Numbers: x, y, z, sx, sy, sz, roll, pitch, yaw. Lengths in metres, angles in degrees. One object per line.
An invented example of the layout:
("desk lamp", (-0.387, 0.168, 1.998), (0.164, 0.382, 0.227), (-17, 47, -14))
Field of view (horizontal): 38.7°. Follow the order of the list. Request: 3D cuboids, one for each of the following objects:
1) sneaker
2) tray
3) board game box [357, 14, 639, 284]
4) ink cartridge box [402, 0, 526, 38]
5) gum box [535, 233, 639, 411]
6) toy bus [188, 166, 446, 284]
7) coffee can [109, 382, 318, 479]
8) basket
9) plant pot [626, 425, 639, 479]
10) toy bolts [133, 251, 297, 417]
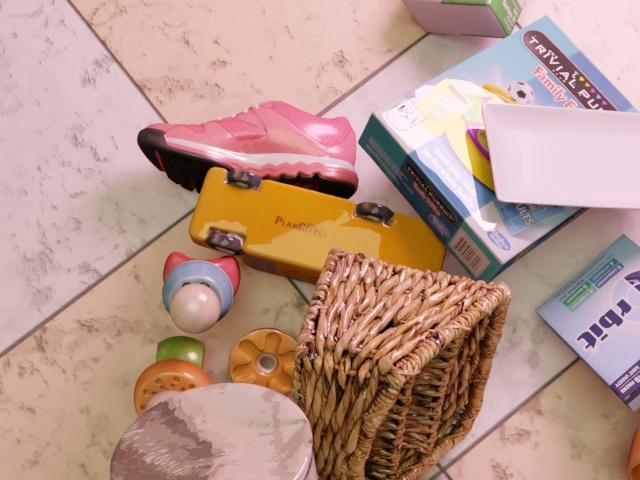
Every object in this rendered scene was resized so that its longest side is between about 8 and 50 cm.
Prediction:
("sneaker", (-0.097, -0.137, 1.294), (0.314, 0.116, 0.136), (9, 66, -1))
("tray", (0.334, -0.100, 1.155), (0.271, 0.030, 0.145), (2, 65, -14))
("board game box", (0.260, -0.130, 1.214), (0.336, 0.079, 0.253), (-32, 75, -25))
("ink cartridge box", (0.233, -0.404, 1.309), (0.153, 0.087, 0.208), (17, 76, 40))
("gum box", (0.391, 0.100, 1.159), (0.157, 0.041, 0.184), (-42, 41, 3))
("toy bus", (0.000, 0.000, 1.226), (0.333, 0.130, 0.108), (14, 78, 7))
("coffee can", (-0.091, 0.318, 0.960), (0.202, 0.275, 0.201), (-6, 30, 4))
("basket", (0.085, 0.189, 1.064), (0.223, 0.299, 0.213), (13, 45, 7))
("plant pot", (0.496, 0.222, 1.115), (0.205, 0.205, 0.187), (18, 62, 8))
("toy bolts", (-0.128, 0.135, 1.143), (0.218, 0.158, 0.228), (-1, 106, -3))
